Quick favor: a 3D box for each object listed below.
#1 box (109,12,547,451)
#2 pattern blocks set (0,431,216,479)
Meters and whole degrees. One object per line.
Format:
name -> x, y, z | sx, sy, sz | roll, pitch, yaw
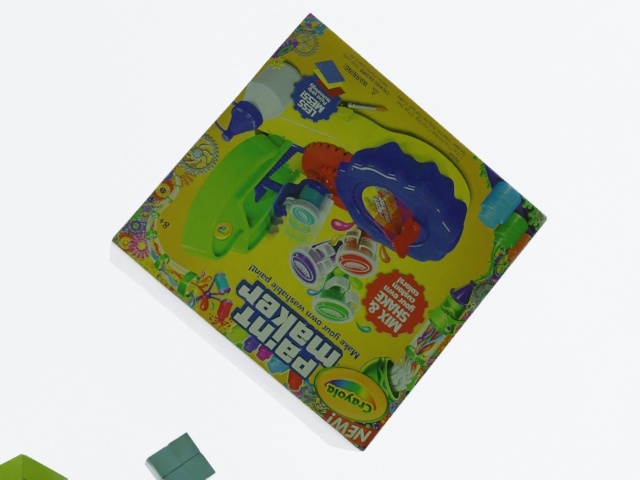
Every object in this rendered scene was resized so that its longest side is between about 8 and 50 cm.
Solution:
box -> 0.000, 0.000, 1.197 | 0.290, 0.177, 0.279 | 40, -101, -3
pattern blocks set -> -0.188, 0.302, 1.013 | 0.285, 0.325, 0.026 | 61, -33, 16
